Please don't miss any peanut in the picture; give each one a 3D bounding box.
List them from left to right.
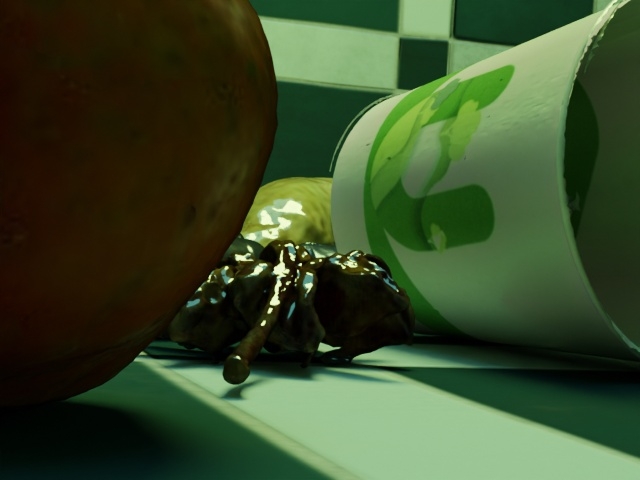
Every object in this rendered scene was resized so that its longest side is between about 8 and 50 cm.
[{"bbox_3d":[0.000,0.000,1.325,0.253,0.122,0.137,-1,34,-45],"label":"peanut"}]

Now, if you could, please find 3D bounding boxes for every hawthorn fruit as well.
[{"bbox_3d":[-0.169,-0.031,0.496,0.254,0.254,0.300,4,26,27],"label":"hawthorn fruit"}]

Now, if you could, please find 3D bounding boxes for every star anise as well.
[{"bbox_3d":[-0.014,0.039,0.773,0.177,0.073,0.234,-7,13,-25],"label":"star anise"}]

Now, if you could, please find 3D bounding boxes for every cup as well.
[{"bbox_3d":[0.162,-0.032,0.939,0.253,0.253,0.274,3,-5,-36],"label":"cup"}]

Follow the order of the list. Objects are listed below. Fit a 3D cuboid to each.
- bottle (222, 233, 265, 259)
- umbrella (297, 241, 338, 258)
[{"bbox_3d":[-0.145,0.026,0.886,0.245,0.072,0.082,2,44,-31],"label":"bottle"},{"bbox_3d":[0.092,0.047,1.128,0.248,0.070,0.071,10,0,-7],"label":"umbrella"}]
